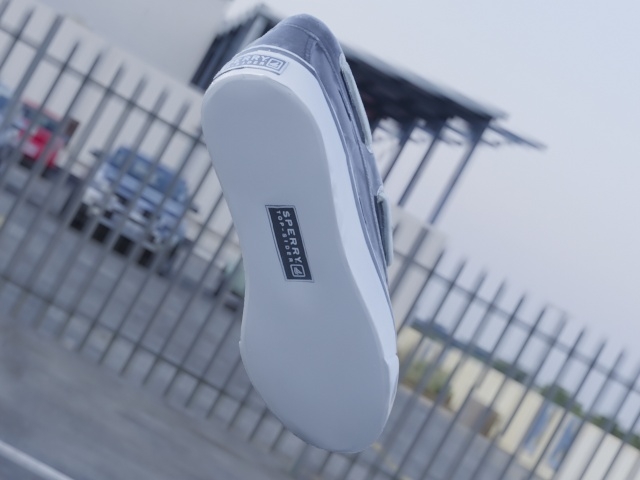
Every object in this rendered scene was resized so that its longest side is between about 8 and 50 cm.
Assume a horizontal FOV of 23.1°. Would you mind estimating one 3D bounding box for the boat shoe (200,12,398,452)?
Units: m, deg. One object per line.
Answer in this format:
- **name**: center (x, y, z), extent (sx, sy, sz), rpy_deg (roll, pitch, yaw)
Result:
- **boat shoe**: center (0.000, 0.000, 1.007), extent (0.108, 0.102, 0.301), rpy_deg (3, -55, 26)
